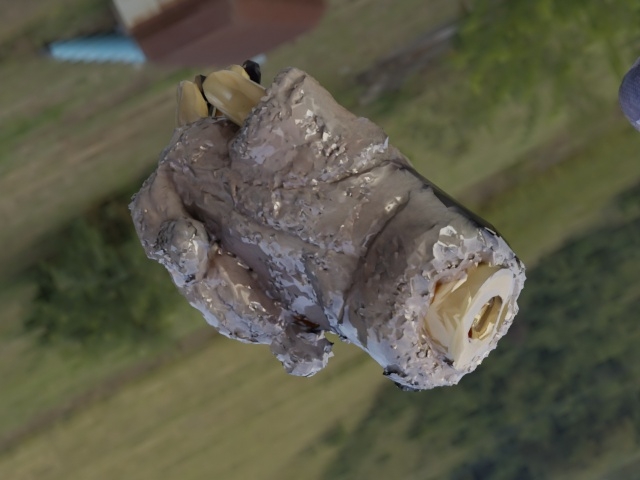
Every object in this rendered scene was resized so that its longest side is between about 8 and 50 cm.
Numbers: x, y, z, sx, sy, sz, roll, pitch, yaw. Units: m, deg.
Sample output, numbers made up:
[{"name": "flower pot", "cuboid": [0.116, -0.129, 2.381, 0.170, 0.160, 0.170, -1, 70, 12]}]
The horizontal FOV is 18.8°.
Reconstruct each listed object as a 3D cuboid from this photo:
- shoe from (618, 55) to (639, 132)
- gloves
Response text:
[{"name": "shoe", "cuboid": [0.235, -0.030, 0.773, 0.245, 0.137, 0.095, 2, 141, -27]}, {"name": "gloves", "cuboid": [-0.001, -0.001, 0.682, 0.144, 0.110, 0.094, 27, -92, 48]}]
